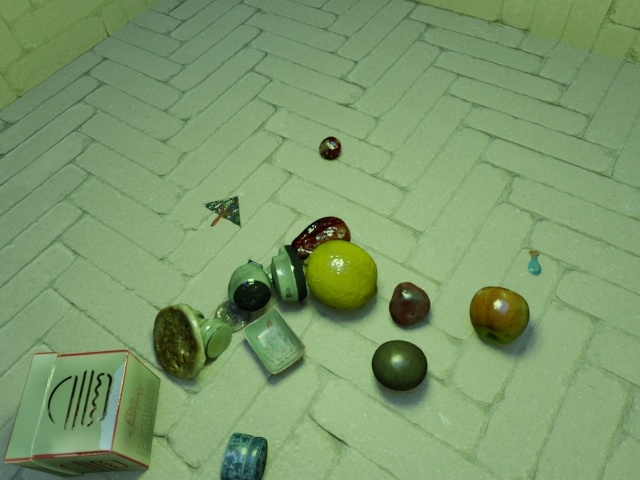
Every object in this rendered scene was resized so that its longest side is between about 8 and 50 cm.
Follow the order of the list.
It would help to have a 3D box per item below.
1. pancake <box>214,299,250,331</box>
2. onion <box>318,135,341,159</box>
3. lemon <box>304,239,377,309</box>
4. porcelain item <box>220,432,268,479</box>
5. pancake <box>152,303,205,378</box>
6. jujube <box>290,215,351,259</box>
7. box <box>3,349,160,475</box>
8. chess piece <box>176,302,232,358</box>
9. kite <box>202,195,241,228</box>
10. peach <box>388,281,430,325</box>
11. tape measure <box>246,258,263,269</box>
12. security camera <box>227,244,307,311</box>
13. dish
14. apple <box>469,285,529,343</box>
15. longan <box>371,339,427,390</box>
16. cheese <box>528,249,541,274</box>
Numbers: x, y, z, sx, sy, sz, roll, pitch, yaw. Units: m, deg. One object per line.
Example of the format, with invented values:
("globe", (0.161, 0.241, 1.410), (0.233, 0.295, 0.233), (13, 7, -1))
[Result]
("pancake", (-0.331, 0.280, 1.789), (0.140, 0.022, 0.139), (-3, 56, 4))
("onion", (0.047, -0.422, 2.191), (0.107, 0.097, 0.107), (0, 90, 26))
("lemon", (0.077, 0.123, 1.719), (0.268, 0.267, 0.267), (-3, 56, 4))
("porcelain item", (-0.225, 0.663, 1.444), (0.114, 0.147, 0.147), (8, 57, 8))
("pancake", (-0.493, 0.350, 1.663), (0.283, 0.049, 0.282), (-1, 88, 37))
("jujube", (0.000, 0.000, 1.869), (0.237, 0.168, 0.168), (-21, 57, -7))
("box", (-0.703, 0.535, 1.479), (0.301, 0.312, 0.314), (-4, 57, 1))
("chess piece", (-0.450, 0.310, 1.725), (0.243, 0.133, 0.133), (24, 61, 26))
("kite", (-0.412, -0.128, 2.082), (0.232, 0.009, 0.189), (26, 62, 21))
("peach", (0.307, 0.215, 1.699), (0.152, 0.152, 0.151), (-3, 56, 4))
("tape measure", (-0.266, 0.123, 1.871), (0.091, 0.054, 0.094), (-43, 60, -15))
("security camera", (-0.200, 0.153, 1.739), (0.278, 0.196, 0.191), (-12, 37, -8))
("dish", (-0.159, 0.362, 1.684), (0.151, 0.077, 0.212), (-34, 59, -15))
("apple", (0.602, 0.253, 1.620), (0.196, 0.195, 0.195), (-3, 56, 4))
("longan", (0.256, 0.403, 1.577), (0.185, 0.158, 0.204), (-2, 15, -15))
("cheese", (0.811, 0.083, 1.816), (0.047, 0.017, 0.111), (10, 57, 8))
